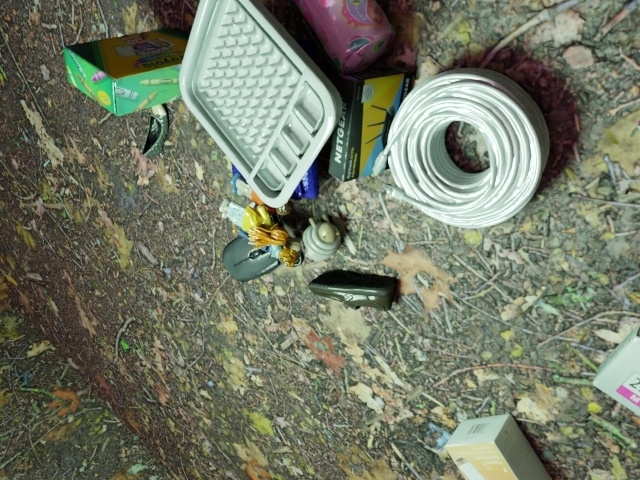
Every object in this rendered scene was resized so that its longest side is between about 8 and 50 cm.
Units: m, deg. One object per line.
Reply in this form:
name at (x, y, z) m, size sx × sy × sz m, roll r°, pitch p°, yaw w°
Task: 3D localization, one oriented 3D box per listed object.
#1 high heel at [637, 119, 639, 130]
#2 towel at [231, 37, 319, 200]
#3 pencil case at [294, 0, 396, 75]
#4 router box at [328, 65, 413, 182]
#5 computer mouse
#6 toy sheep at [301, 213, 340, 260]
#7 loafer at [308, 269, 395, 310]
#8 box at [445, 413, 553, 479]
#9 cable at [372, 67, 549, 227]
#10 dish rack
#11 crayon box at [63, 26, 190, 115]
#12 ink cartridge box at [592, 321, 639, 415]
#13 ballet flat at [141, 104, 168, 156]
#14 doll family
high heel at (0.516, -0.147, 0.609) m, size 0.244 × 0.082 × 0.117 m, roll 28°, pitch 102°, yaw 44°
towel at (-0.107, -0.239, 1.028) m, size 0.227 × 0.076 × 0.308 m, roll 19°, pitch 126°, yaw 29°
pencil case at (0.004, -0.413, 0.867) m, size 0.284 × 0.124 × 0.124 m, roll 56°, pitch 137°, yaw 0°
router box at (0.085, -0.200, 0.904) m, size 0.046 × 0.133 × 0.179 m, roll 39°, pitch 136°, yaw 39°
computer mouse at (-0.180, 0.031, 1.328) m, size 0.272 × 0.072 × 0.188 m, roll -33°, pitch 91°, yaw 47°
toy sheep at (0.000, 0.000, 1.142) m, size 0.091 × 0.091 × 0.132 m, roll 48°, pitch 151°, yaw 10°
loafer at (0.064, 0.120, 1.152) m, size 0.220 × 0.080 × 0.078 m, roll 5°, pitch 116°, yaw 40°
box at (0.364, 0.458, 1.072) m, size 0.130 × 0.091 × 0.170 m, roll -33°, pitch 90°, yaw 47°
cable at (0.231, -0.143, 0.843) m, size 0.257 × 0.089 × 0.257 m, roll 37°, pitch 133°, yaw 19°
dish rack at (-0.106, -0.254, 0.914) m, size 0.333 × 0.072 × 0.285 m, roll 50°, pitch 140°, yaw 10°
crayon box at (-0.364, -0.366, 1.111) m, size 0.165 × 0.278 × 0.081 m, roll 34°, pitch 133°, yaw 22°
ink cartridge box at (0.587, 0.208, 0.748) m, size 0.275 × 0.060 × 0.239 m, roll 35°, pitch 134°, yaw 22°
ballet flat at (-0.440, -0.289, 1.392) m, size 0.057 × 0.049 × 0.173 m, roll 41°, pitch 135°, yaw 16°
doll family at (-0.118, -0.014, 1.107) m, size 0.163 × 0.118 × 0.263 m, roll 28°, pitch 158°, yaw 18°
